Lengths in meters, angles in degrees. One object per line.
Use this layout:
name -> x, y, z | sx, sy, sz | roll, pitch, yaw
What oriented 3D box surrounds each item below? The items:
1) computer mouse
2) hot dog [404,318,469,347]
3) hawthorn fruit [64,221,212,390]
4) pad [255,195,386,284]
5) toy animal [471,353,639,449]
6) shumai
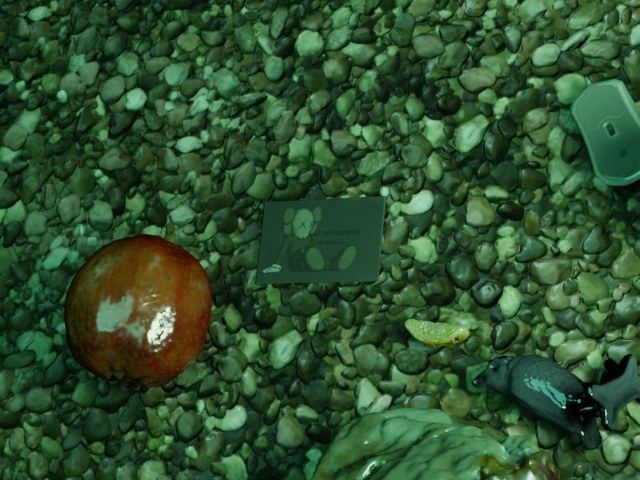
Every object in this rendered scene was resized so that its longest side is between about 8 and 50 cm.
computer mouse -> 0.389, -0.142, 1.958 | 0.089, 0.056, 0.181 | -28, 57, 13
hot dog -> 0.154, 0.127, 1.977 | 0.090, 0.030, 0.034 | 7, 76, 26
hawthorn fruit -> -0.249, 0.082, 2.079 | 0.205, 0.205, 0.253 | 4, 69, 24
pad -> 0.000, 0.000, 2.104 | 0.190, 0.004, 0.127 | -2, 71, 22
toy animal -> 0.302, 0.199, 1.875 | 0.210, 0.121, 0.117 | 4, 118, 41
shumai -> 0.162, 0.294, 1.724 | 0.309, 0.263, 0.304 | -27, 75, -28
